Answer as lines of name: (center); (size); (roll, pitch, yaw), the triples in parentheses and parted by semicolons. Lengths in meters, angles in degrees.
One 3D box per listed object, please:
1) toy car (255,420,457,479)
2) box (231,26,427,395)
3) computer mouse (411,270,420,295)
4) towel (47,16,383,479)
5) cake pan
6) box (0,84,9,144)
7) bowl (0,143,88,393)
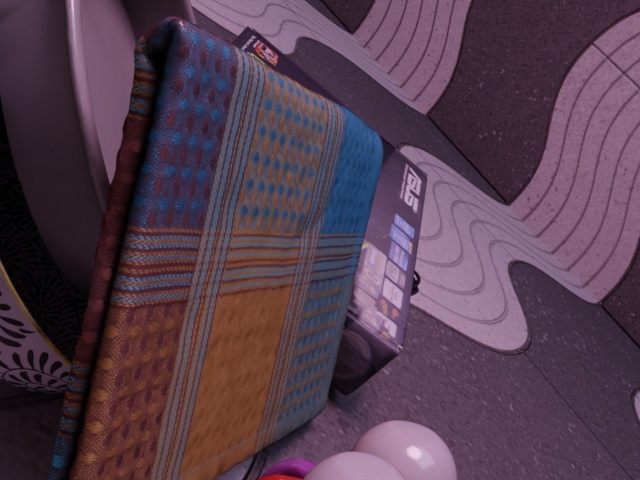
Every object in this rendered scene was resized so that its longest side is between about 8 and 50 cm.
toy car: (0.004, 0.201, 0.506); (0.136, 0.159, 0.182); (13, 8, 25)
box: (-0.034, -0.059, 0.866); (0.318, 0.097, 0.395); (40, 31, -11)
computer mouse: (0.000, 0.000, 0.983); (0.262, 0.060, 0.184); (49, 33, 10)
towel: (-0.042, 0.027, 0.518); (0.040, 0.271, 0.370); (14, 4, 19)
cake pan: (-0.125, -0.085, 0.503); (0.293, 0.054, 0.293); (-6, 90, -85)
box: (-0.330, -0.139, 0.436); (0.312, 0.179, 0.343); (39, 21, -17)
bowl: (-0.190, 0.032, 0.480); (0.170, 0.080, 0.170); (64, 5, -9)
